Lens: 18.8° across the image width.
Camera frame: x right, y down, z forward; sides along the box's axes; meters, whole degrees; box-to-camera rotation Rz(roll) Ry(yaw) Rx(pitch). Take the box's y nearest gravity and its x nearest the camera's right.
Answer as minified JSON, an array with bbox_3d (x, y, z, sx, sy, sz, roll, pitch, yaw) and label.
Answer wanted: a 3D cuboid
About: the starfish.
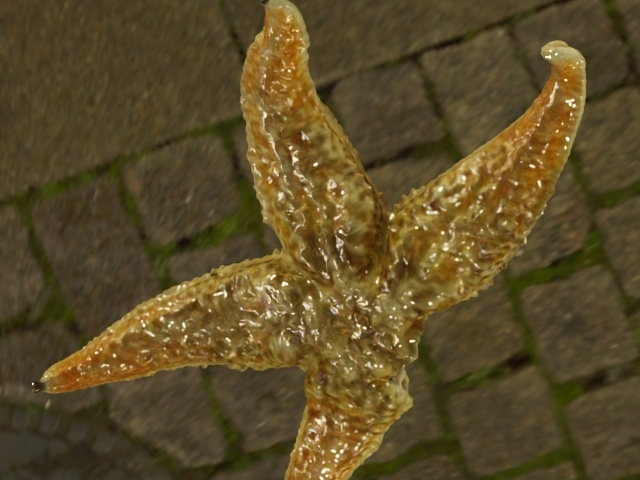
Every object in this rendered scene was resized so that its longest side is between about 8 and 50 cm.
[{"bbox_3d":[-0.001,-0.002,0.766,0.138,0.050,0.247,32,113,2],"label":"starfish"}]
